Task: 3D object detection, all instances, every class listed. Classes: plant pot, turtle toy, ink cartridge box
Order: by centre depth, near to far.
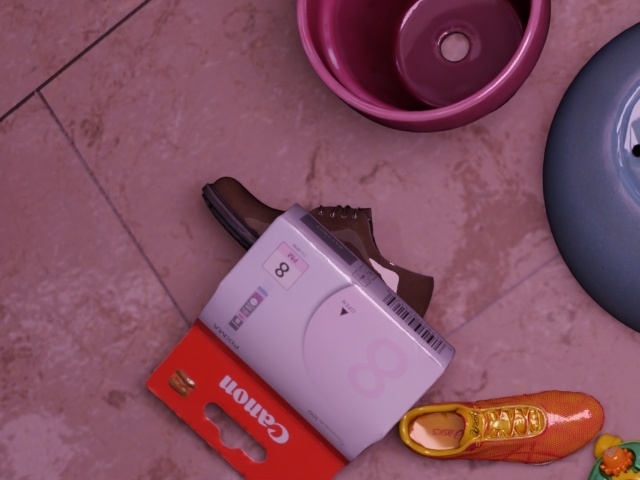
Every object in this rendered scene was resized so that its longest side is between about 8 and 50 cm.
[{"bbox_3d":[0.306,-0.061,1.270,0.290,0.195,0.290,-2,83,17],"label":"plant pot"},{"bbox_3d":[0.251,0.222,1.320,0.095,0.066,0.130,22,90,18],"label":"turtle toy"},{"bbox_3d":[0.101,-0.181,1.355,0.201,0.180,0.201,-2,83,17],"label":"plant pot"},{"bbox_3d":[-0.027,0.114,1.374,0.189,0.066,0.232,43,108,4],"label":"ink cartridge box"}]

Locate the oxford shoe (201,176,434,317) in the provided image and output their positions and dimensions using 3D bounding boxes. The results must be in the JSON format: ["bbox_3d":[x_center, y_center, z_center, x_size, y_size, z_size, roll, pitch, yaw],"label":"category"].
[{"bbox_3d":[0.000,0.000,1.421,0.227,0.083,0.096,33,91,6],"label":"oxford shoe"}]

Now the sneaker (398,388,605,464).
[{"bbox_3d":[0.152,0.161,1.358,0.175,0.067,0.064,-10,79,14],"label":"sneaker"}]
